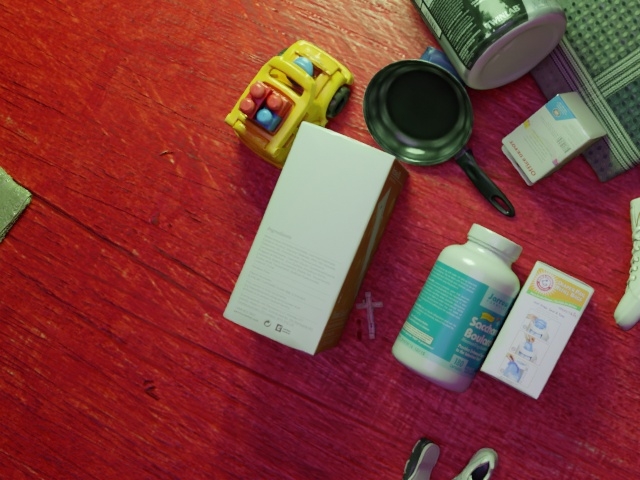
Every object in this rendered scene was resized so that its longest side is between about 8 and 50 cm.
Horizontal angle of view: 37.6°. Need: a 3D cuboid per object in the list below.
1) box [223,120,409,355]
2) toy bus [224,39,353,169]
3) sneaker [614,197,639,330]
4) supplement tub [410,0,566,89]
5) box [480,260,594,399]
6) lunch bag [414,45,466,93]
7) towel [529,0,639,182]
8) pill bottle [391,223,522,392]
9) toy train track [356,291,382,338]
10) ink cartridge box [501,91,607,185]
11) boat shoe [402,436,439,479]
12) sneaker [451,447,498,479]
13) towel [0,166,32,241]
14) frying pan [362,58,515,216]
[{"bbox_3d":[0.000,0.000,1.594,0.168,0.215,0.345,23,93,11],"label":"box"},{"bbox_3d":[-0.063,-0.248,1.620,0.149,0.211,0.220,36,93,12],"label":"toy bus"},{"bbox_3d":[0.540,0.008,1.546,0.123,0.106,0.290,32,83,15],"label":"sneaker"},{"bbox_3d":[0.247,-0.424,1.557,0.193,0.193,0.316,-31,70,9],"label":"supplement tub"},{"bbox_3d":[0.359,0.147,1.563,0.103,0.114,0.203,28,93,12],"label":"box"},{"bbox_3d":[0.213,-0.286,1.637,0.098,0.067,0.065,28,94,10],"label":"lunch bag"},{"bbox_3d":[0.515,-0.305,1.550,0.312,0.056,0.324,-34,82,30],"label":"towel"},{"bbox_3d":[0.237,0.109,1.574,0.146,0.146,0.264,27,94,11],"label":"pill bottle"},{"bbox_3d":[0.088,0.133,1.671,0.048,0.014,0.083,-6,87,11],"label":"toy train track"},{"bbox_3d":[0.382,-0.167,1.568,0.143,0.090,0.092,-40,79,35],"label":"ink cartridge box"},{"bbox_3d":[0.164,0.401,1.632,0.046,0.038,0.125,17,98,-30],"label":"boat shoe"},{"bbox_3d":[0.247,0.420,1.603,0.053,0.061,0.152,34,96,9],"label":"sneaker"},{"bbox_3d":[-0.634,-0.060,1.821,0.110,0.027,0.148,40,97,11],"label":"towel"},{"bbox_3d":[0.226,-0.193,1.608,0.326,0.053,0.197,27,129,7],"label":"frying pan"}]
